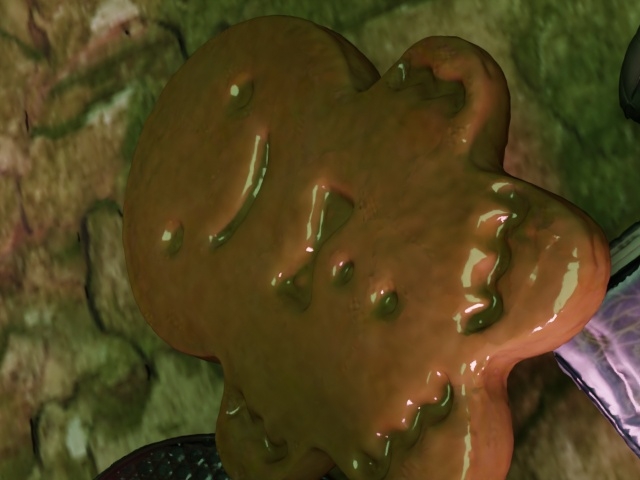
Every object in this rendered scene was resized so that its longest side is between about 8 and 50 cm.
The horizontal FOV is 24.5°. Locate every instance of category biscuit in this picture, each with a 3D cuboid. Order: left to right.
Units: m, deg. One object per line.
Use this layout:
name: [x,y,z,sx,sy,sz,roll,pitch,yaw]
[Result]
biscuit: [-0.002,0.000,0.822,0.355,0.052,0.275,41,107,42]

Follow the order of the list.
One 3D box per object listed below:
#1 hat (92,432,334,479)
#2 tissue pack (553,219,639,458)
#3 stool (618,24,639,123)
hat: [-0.062,0.214,0.865,0.193,0.082,0.193,5,51,-6]
tissue pack: [0.247,0.033,0.764,0.235,0.073,0.173,-40,105,8]
stool: [0.228,-0.092,0.819,0.110,0.096,0.096,31,90,15]
